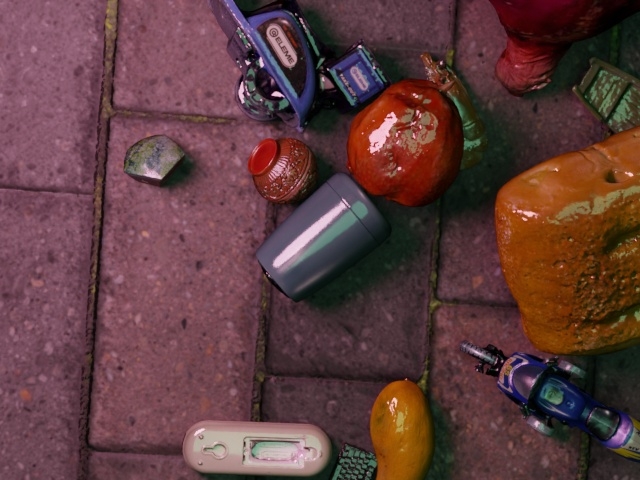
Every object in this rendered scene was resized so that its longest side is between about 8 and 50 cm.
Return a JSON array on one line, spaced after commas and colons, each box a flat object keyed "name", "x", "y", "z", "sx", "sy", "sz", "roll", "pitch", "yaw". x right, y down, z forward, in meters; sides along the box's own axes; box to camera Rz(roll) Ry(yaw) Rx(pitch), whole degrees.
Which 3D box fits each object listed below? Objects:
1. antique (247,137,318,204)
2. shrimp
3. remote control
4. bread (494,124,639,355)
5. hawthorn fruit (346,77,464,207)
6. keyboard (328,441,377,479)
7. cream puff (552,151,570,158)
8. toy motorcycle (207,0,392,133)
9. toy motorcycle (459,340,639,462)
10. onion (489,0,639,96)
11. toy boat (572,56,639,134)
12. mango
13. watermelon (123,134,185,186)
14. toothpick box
[{"name": "antique", "x": -0.050, "y": -0.099, "z": 1.693, "sx": 0.104, "sy": 0.104, "sz": 0.104, "roll": 0, "pitch": 92, "yaw": -4}, {"name": "shrimp", "x": 0.188, "y": -0.192, "z": 1.734, "sx": 0.091, "sy": 0.043, "sz": 0.184, "roll": -17, "pitch": 94, "yaw": 0}, {"name": "remote control", "x": -0.093, "y": 0.307, "z": 1.729, "sx": 0.222, "sy": 0.042, "sz": 0.078, "roll": 3, "pitch": 93, "yaw": -5}, {"name": "bread", "x": 0.420, "y": 0.019, "z": 1.644, "sx": 0.328, "sy": 0.148, "sz": 0.337, "roll": -18, "pitch": 123, "yaw": -3}, {"name": "hawthorn fruit", "x": 0.121, "y": -0.140, "z": 1.668, "sx": 0.174, "sy": 0.173, "sz": 0.179, "roll": -1, "pitch": 102, "yaw": -4}, {"name": "keyboard", "x": 0.027, "y": 0.401, "z": 1.754, "sx": 0.060, "sy": 0.018, "sz": 0.195, "roll": 22, "pitch": 90, "yaw": -2}, {"name": "cream puff", "x": 0.365, "y": -0.074, "z": 1.720, "sx": 0.116, "sy": 0.122, "sz": 0.094, "roll": -26, "pitch": 76, "yaw": 18}, {"name": "toy motorcycle", "x": -0.070, "y": -0.322, "z": 1.679, "sx": 0.213, "sy": 0.125, "sz": 0.358, "roll": -35, "pitch": 96, "yaw": -11}, {"name": "toy motorcycle", "x": 0.345, "y": 0.230, "z": 1.696, "sx": 0.315, "sy": 0.169, "sz": 0.113, "roll": 29, "pitch": 88, "yaw": -4}, {"name": "onion", "x": 0.332, "y": -0.379, "z": 1.609, "sx": 0.399, "sy": 0.398, "sz": 0.420, "roll": 2, "pitch": 117, "yaw": -4}, {"name": "toy boat", "x": 0.501, "y": -0.164, "z": 1.752, "sx": 0.293, "sy": 0.055, "sz": 0.093, "roll": 33, "pitch": 88, "yaw": -4}, {"name": "mango", "x": 0.120, "y": 0.295, "z": 1.726, "sx": 0.098, "sy": 0.075, "sz": 0.190, "roll": 3, "pitch": 90, "yaw": -9}, {"name": "watermelon", "x": -0.233, "y": -0.108, "z": 1.694, "sx": 0.085, "sy": 0.092, "sz": 0.072, "roll": -36, "pitch": 133, "yaw": 6}, {"name": "toothpick box", "x": 0.000, "y": 0.000, "z": 1.691, "sx": 0.184, "sy": 0.120, "sz": 0.120, "roll": -40, "pitch": 94, "yaw": 2}]
